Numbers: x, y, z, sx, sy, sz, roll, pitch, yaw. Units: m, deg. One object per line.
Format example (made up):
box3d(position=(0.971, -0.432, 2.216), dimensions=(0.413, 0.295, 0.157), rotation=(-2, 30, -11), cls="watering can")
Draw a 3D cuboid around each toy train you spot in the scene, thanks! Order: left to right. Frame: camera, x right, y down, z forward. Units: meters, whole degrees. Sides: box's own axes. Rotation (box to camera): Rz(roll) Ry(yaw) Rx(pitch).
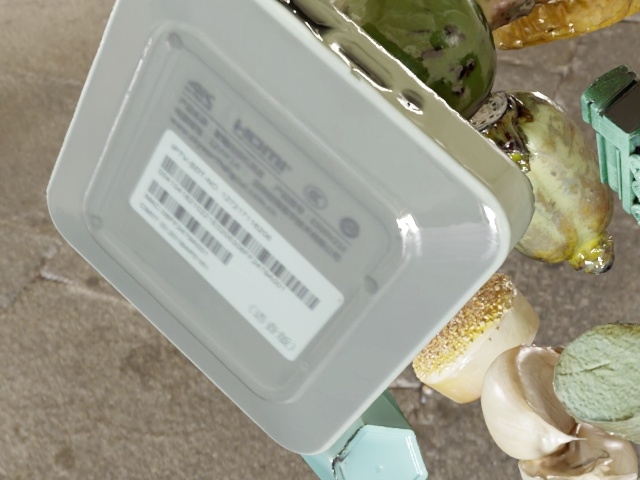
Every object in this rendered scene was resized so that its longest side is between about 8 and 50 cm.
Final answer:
box3d(position=(0.298, -0.077, 0.901), dimensions=(0.071, 0.170, 0.111), rotation=(-39, 60, -2), cls="toy train")

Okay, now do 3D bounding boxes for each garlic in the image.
box3d(position=(0.398, 0.316, 1.589), dimensions=(0.249, 0.286, 0.313), rotation=(-12, 21, 26), cls="garlic")

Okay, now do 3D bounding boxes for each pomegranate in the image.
box3d(position=(0.096, -0.194, 0.932), dimensions=(0.179, 0.179, 0.210), rotation=(26, 57, 29), cls="pomegranate")

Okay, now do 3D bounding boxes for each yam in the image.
box3d(position=(0.470, 0.213, 1.368), dimensions=(0.168, 0.304, 0.168), rotation=(-22, 56, 37), cls="yam")

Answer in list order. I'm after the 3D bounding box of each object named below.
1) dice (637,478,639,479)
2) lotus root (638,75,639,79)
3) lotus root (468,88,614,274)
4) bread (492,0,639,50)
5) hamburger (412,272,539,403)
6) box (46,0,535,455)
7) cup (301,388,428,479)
box3d(position=(0.416, 0.341, 0.804), dimensions=(0.304, 0.304, 0.277), rotation=(42, 28, -7), cls="dice")
box3d(position=(0.390, -0.124, 1.103), dimensions=(0.062, 0.073, 0.150), rotation=(-23, 83, -42), cls="lotus root")
box3d(position=(0.284, -0.067, 1.277), dimensions=(0.173, 0.309, 0.173), rotation=(-31, 31, 21), cls="lotus root")
box3d(position=(0.275, -0.299, 1.121), dimensions=(0.198, 0.120, 0.236), rotation=(-29, 18, -32), cls="bread")
box3d(position=(0.318, 0.202, 2.052), dimensions=(0.170, 0.302, 0.302), rotation=(43, 52, -2), cls="hamburger")
box3d(position=(-0.054, -0.028, 0.825), dimensions=(0.367, 0.373, 0.090), rotation=(41, 43, 8), cls="box")
box3d(position=(0.038, 0.224, 1.144), dimensions=(0.134, 0.148, 0.235), rotation=(-53, 13, -3), cls="cup")
